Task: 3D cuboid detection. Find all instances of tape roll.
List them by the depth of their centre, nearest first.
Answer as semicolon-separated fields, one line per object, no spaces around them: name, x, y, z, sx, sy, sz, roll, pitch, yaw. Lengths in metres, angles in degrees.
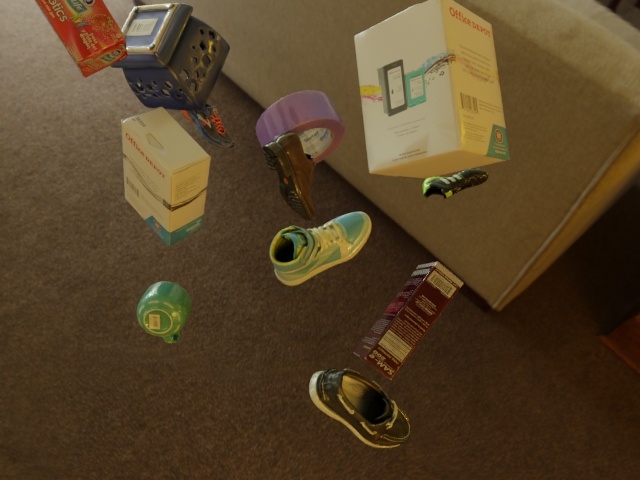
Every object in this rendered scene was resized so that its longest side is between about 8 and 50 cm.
tape roll;-0.044;-0.243;1.225;0.189;0.189;0.080;-17;69;-18

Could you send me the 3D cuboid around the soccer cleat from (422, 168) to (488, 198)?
soccer cleat;0.365;-0.149;1.479;0.179;0.060;0.072;-8;47;26

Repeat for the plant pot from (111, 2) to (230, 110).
plant pot;-0.430;-0.521;1.525;0.236;0.212;0.236;10;71;27

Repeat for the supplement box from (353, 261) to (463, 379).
supplement box;0.174;0.159;1.107;0.073;0.130;0.239;40;82;-2

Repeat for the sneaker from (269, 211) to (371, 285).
sneaker;0.000;0.000;1.511;0.319;0.208;0.127;-35;68;-4

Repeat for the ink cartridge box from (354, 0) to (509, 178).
ink cartridge box;0.209;-0.271;1.028;0.198;0.197;0.270;-1;84;-47

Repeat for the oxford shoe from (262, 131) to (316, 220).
oxford shoe;-0.042;-0.134;1.172;0.096;0.227;0.083;-41;52;-20

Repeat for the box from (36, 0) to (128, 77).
box;-0.557;-0.522;1.229;0.122;0.128;0.257;-33;98;-15

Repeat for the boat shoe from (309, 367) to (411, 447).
boat shoe;0.109;0.366;1.172;0.302;0.091;0.114;33;51;-32

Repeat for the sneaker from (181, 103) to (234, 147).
sneaker;-0.346;-0.375;1.697;0.221;0.087;0.083;47;22;1

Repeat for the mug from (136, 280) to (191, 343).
mug;-0.401;0.195;1.421;0.158;0.129;0.097;47;16;-17

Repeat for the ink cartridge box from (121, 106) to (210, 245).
ink cartridge box;-0.428;-0.171;1.498;0.129;0.307;0.223;-33;69;-34
